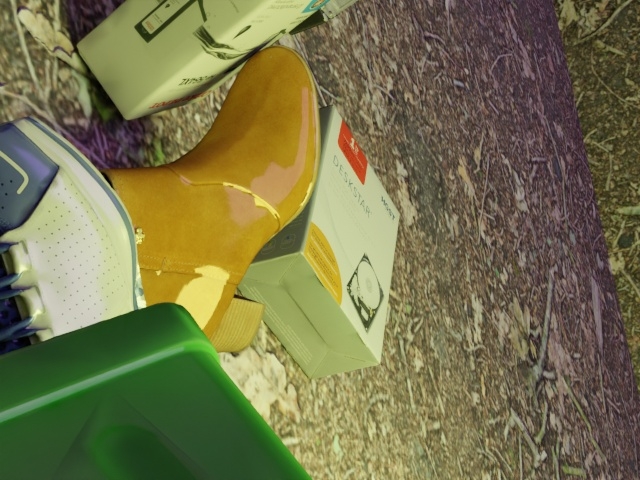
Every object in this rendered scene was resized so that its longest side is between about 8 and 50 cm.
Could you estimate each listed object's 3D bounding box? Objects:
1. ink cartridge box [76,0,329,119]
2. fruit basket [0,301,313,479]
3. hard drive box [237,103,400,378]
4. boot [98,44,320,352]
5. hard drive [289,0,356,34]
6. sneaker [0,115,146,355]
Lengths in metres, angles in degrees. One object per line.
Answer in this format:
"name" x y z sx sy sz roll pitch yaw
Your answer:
"ink cartridge box" -0.091 -0.202 1.023 0.086 0.203 0.148 56 27 1
"fruit basket" -0.216 0.153 0.550 0.392 0.392 0.283 -47 148 -62
"hard drive box" 0.000 0.000 1.250 0.181 0.089 0.232 55 30 -36
"boot" -0.105 -0.044 0.960 0.211 0.104 0.295 17 84 -57
"hard drive" -0.004 -0.423 1.523 0.237 0.064 0.339 68 25 -14
"sneaker" -0.188 0.086 0.760 0.316 0.127 0.182 67 24 -19
